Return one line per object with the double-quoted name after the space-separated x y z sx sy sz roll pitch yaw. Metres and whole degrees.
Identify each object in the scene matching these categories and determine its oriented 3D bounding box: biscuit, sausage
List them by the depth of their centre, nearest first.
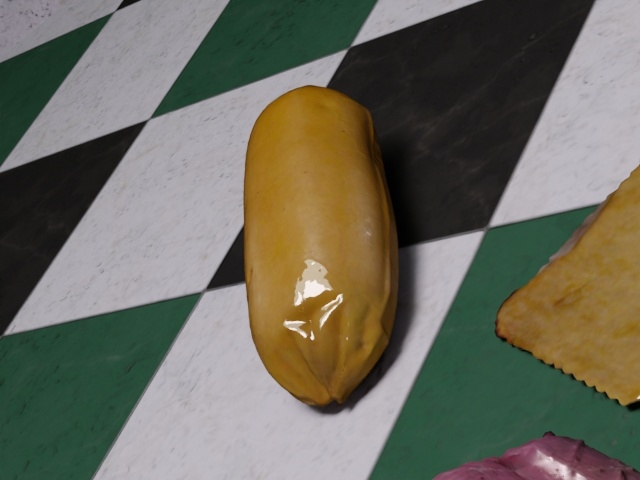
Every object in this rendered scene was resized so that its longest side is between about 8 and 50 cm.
0.243 0.008 1.052 0.232 0.013 0.237 -45 25 -7 "biscuit"
-0.002 -0.003 1.308 0.134 0.116 0.354 -25 33 12 "sausage"

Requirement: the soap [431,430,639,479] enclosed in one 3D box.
0.156 0.196 0.673 0.289 0.112 0.182 24 27 36 "soap"
